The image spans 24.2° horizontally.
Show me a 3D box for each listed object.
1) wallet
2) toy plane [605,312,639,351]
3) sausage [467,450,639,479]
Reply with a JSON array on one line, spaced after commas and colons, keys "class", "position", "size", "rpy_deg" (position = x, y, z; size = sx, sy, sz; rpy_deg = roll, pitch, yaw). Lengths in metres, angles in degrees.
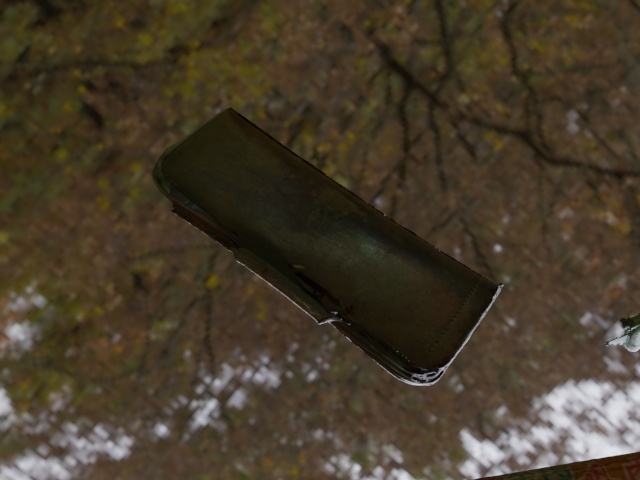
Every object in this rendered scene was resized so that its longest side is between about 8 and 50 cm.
[{"class": "wallet", "position": [0.000, 0.000, 1.077], "size": [0.137, 0.255, 0.031], "rpy_deg": [-46, 168, -49]}, {"class": "toy plane", "position": [0.337, 0.097, 1.596], "size": [0.080, 0.033, 0.083], "rpy_deg": [-20, 163, -9]}, {"class": "sausage", "position": [0.108, 0.138, 0.729], "size": [0.348, 0.053, 0.053], "rpy_deg": [-8, -164, -12]}]
